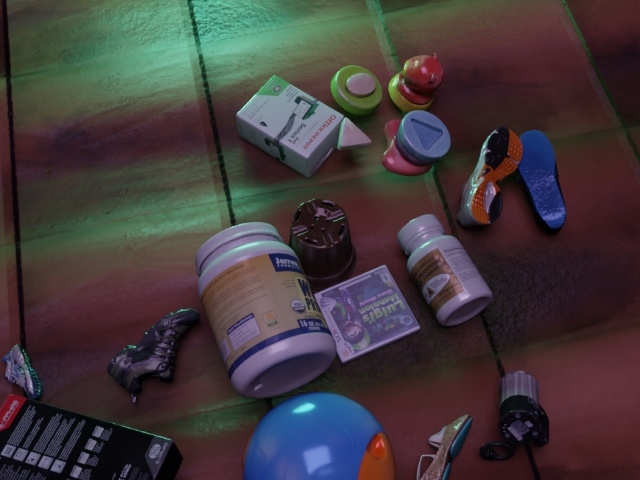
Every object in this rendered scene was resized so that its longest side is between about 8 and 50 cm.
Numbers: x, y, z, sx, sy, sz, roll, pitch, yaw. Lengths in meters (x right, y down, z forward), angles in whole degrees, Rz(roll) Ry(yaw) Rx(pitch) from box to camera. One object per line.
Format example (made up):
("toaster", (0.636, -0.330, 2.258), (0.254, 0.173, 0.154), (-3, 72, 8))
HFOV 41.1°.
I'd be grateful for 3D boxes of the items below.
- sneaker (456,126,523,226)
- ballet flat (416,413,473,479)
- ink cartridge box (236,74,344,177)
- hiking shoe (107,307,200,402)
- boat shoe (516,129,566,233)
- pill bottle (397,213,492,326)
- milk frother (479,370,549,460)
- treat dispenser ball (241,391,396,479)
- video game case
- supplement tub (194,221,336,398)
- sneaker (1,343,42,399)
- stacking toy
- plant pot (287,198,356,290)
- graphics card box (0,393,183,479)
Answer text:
("sneaker", (0.379, -0.147, 1.987), (0.099, 0.121, 0.262), (31, 68, -14))
("ballet flat", (0.239, 0.429, 1.709), (0.067, 0.073, 0.206), (17, 58, 26))
("ink cartridge box", (-0.070, -0.279, 2.082), (0.219, 0.092, 0.160), (32, 66, 17))
("hiking shoe", (-0.335, 0.242, 1.819), (0.227, 0.086, 0.114), (-39, 81, -13))
("boat shoe", (0.509, -0.133, 2.004), (0.109, 0.089, 0.258), (-6, 65, 11))
("pill bottle", (0.265, 0.062, 1.871), (0.131, 0.131, 0.229), (-23, 63, -12))
("milk frother", (0.383, 0.363, 1.732), (0.143, 0.129, 0.135), (-20, 21, 21))
("treat dispenser ball", (-0.003, 0.428, 1.584), (0.288, 0.288, 0.288), (0, 61, 0))
("video game case", (0.097, 0.160, 1.881), (0.190, 0.022, 0.173), (-22, 64, -11))
("supplement tub", (-0.122, 0.143, 1.775), (0.228, 0.228, 0.316), (-20, 63, -10))
("sneaker", (-0.636, 0.288, 1.809), (0.058, 0.052, 0.135), (-33, 58, -5))
("stacking toy", (0.179, -0.323, 2.032), (0.279, 0.130, 0.309), (9, 61, -21))
("plant pot", (0.000, 0.000, 1.889), (0.167, 0.165, 0.167), (0, 61, 0))
("graphics card box", (-0.473, 0.446, 1.600), (0.371, 0.094, 0.233), (10, 53, 17))
